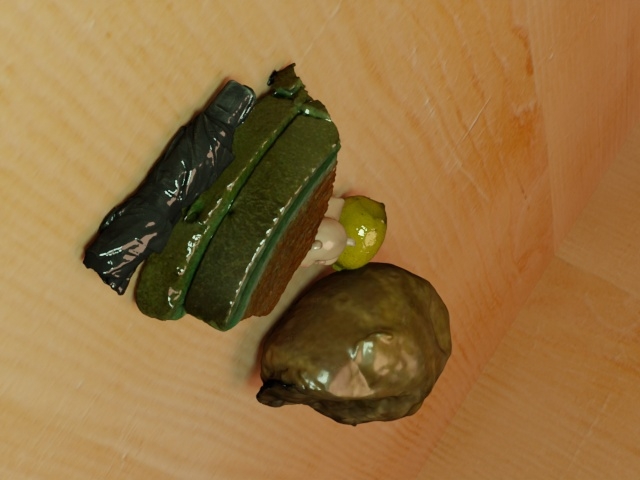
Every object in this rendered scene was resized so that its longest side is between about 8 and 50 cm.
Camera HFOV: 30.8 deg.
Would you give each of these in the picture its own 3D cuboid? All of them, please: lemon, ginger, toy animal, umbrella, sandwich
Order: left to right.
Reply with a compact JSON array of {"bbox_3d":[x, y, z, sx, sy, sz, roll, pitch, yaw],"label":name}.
[{"bbox_3d":[-0.136,-0.056,1.095,0.236,0.059,0.066,-54,175,-12],"label":"umbrella"},{"bbox_3d":[-0.070,-0.013,1.223,0.292,0.109,0.212,-51,156,-24],"label":"sandwich"},{"bbox_3d":[0.000,0.000,1.433,0.114,0.082,0.091,-28,144,-55],"label":"toy animal"},{"bbox_3d":[0.042,-0.007,1.518,0.111,0.082,0.082,-58,160,14],"label":"lemon"},{"bbox_3d":[0.051,0.129,1.555,0.269,0.200,0.223,27,64,-43],"label":"ginger"}]
